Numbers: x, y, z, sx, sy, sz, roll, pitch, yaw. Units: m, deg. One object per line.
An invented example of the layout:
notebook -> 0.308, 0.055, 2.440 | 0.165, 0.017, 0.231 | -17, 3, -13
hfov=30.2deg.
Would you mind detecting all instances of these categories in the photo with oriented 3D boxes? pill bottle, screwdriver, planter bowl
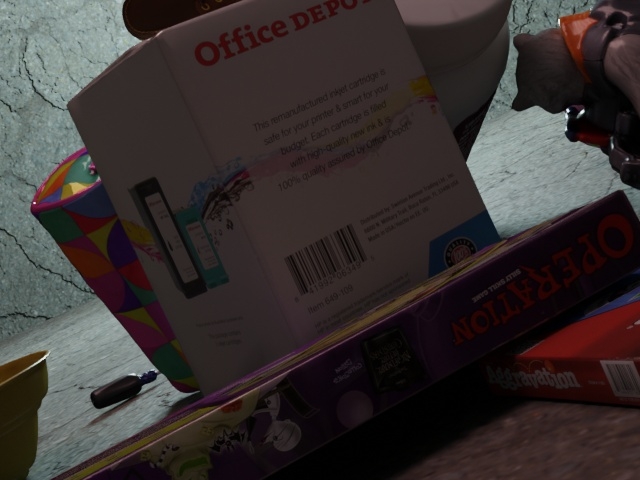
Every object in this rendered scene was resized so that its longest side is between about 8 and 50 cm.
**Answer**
pill bottle -> 0.052, -0.153, 1.131 | 0.224, 0.224, 0.392 | -27, -22, -20
screwdriver -> -0.154, 0.127, 1.197 | 0.170, 0.024, 0.025 | -25, -24, -26
planter bowl -> -0.308, 0.180, 0.996 | 0.217, 0.090, 0.217 | -24, 5, 2

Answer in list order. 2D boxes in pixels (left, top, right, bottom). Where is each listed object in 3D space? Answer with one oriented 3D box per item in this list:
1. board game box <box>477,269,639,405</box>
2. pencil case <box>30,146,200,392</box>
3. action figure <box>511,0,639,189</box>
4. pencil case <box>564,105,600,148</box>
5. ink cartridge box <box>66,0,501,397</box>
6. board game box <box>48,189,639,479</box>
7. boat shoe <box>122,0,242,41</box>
board game box -> 0.229, 0.007, 0.616 | 0.281, 0.027, 0.145 | -27, 7, -23
pencil case -> -0.143, 0.025, 1.018 | 0.104, 0.236, 0.104 | -28, 29, 17
action figure -> 0.328, -0.171, 1.038 | 0.330, 0.178, 0.341 | -7, 19, 6
pencil case -> 0.390, -0.184, 1.235 | 0.284, 0.124, 0.124 | -20, 7, 40
ink cartridge box -> -0.026, -0.040, 0.903 | 0.198, 0.270, 0.197 | -27, 6, -30
board game box -> -0.003, 0.082, 0.667 | 0.347, 0.056, 0.208 | -27, 2, -15
boat shoe -> -0.076, -0.201, 0.891 | 0.178, 0.064, 0.060 | -21, 3, 15
